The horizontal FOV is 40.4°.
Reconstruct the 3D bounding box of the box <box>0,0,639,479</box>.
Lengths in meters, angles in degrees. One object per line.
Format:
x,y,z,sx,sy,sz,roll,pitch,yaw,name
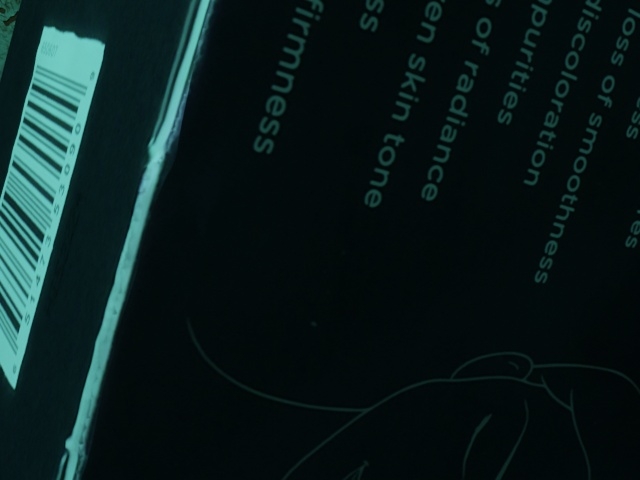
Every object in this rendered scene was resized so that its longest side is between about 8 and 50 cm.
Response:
0.043,0.029,0.558,0.297,0.471,0.480,28,102,56,box
